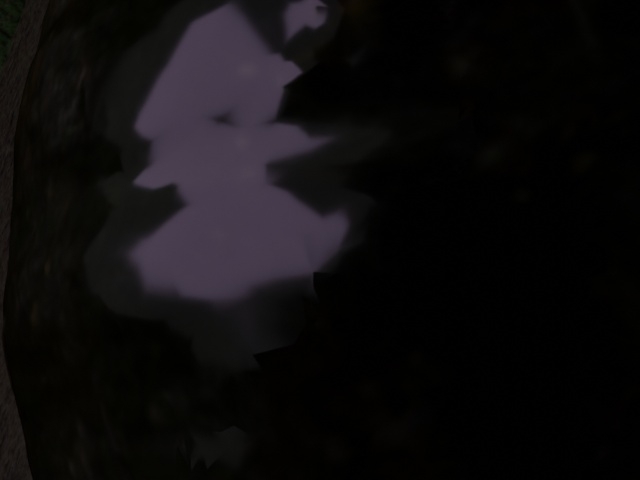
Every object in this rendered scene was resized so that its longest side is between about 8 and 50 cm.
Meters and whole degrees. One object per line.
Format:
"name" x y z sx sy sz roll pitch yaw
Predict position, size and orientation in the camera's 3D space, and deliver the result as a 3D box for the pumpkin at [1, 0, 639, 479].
"pumpkin" 0.096 0.011 0.569 0.344 0.454 0.454 -20 56 48
